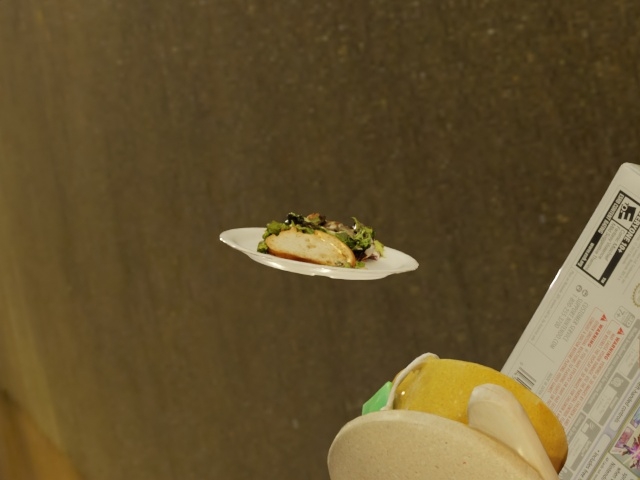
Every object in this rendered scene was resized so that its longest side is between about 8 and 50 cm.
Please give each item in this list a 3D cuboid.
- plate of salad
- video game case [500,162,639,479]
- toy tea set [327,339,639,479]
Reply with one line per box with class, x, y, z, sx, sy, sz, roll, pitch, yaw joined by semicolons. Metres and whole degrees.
plate of salad;0.000;0.000;1.377;0.200;0.199;0.048;-152;67;-66
video game case;0.253;0.121;1.001;0.244;0.061;0.270;42;113;38
toy tea set;0.128;0.067;0.484;0.200;0.124;0.336;42;140;-14
